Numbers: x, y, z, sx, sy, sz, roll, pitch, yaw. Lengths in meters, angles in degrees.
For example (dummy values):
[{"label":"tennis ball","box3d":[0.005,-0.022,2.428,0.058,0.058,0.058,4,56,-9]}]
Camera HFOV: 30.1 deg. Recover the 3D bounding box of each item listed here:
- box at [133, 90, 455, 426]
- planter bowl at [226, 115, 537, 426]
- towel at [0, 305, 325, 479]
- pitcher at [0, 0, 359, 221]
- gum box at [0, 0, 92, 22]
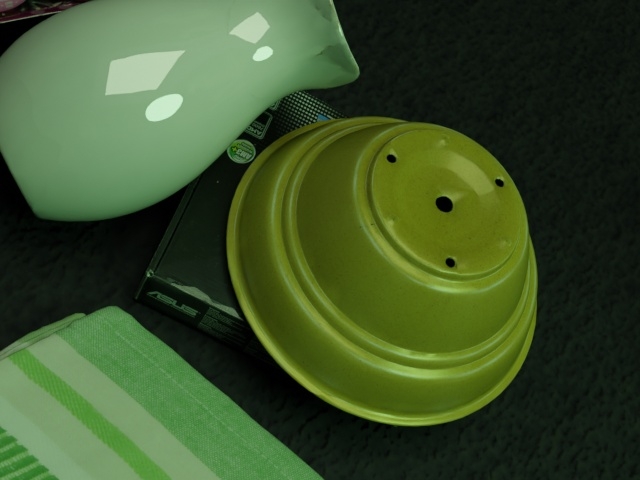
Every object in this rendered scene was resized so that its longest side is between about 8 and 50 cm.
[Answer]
[{"label":"box","box3d":[0.000,0.000,0.780,0.190,0.045,0.184,28,53,-7]},{"label":"planter bowl","box3d":[0.059,-0.004,0.727,0.217,0.090,0.217,11,60,-19]},{"label":"towel","box3d":[-0.137,0.166,0.560,0.248,0.038,0.325,38,39,18]},{"label":"pitcher","box3d":[-0.102,-0.100,0.741,0.207,0.178,0.126,-27,109,-10]},{"label":"gum box","box3d":[-0.215,-0.177,0.730,0.188,0.062,0.107,-16,35,-24]}]
